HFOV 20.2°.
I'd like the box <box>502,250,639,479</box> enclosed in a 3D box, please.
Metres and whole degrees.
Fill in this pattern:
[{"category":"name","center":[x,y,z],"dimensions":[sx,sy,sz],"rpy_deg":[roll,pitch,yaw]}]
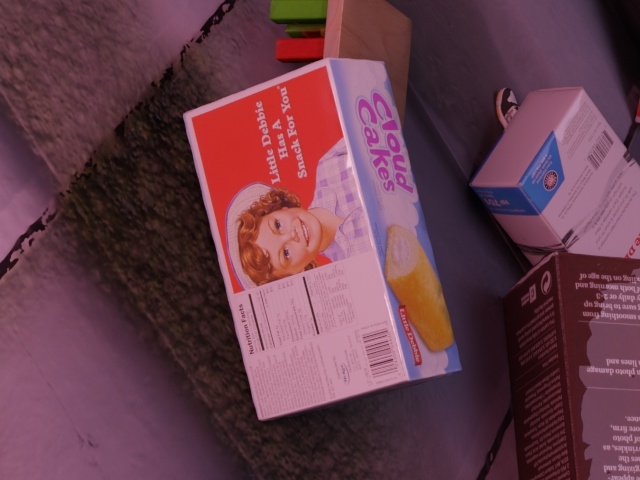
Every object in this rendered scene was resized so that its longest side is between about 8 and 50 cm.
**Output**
[{"category":"box","center":[0.299,0.213,1.720],"dimensions":[0.191,0.143,0.381],"rpy_deg":[5,66,-17]}]

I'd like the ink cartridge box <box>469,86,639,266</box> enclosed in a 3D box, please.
[{"category":"ink cartridge box","center":[0.261,-0.044,1.866],"dimensions":[0.190,0.082,0.139],"rpy_deg":[50,62,-30]}]

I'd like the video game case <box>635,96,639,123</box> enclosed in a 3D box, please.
[{"category":"video game case","center":[0.464,-0.290,2.222],"dimensions":[0.204,0.025,0.285],"rpy_deg":[-17,120,-56]}]

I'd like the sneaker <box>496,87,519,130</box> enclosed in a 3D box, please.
[{"category":"sneaker","center":[0.211,-0.125,1.910],"dimensions":[0.032,0.037,0.083],"rpy_deg":[11,64,-50]}]

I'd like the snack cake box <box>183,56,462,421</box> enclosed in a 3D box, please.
[{"category":"snack cake box","center":[0.000,0.000,1.455],"dimensions":[0.089,0.152,0.264],"rpy_deg":[-5,79,-55]}]

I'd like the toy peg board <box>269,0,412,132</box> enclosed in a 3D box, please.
[{"category":"toy peg board","center":[0.012,-0.139,1.601],"dimensions":[0.161,0.079,0.160],"rpy_deg":[22,72,-64]}]
